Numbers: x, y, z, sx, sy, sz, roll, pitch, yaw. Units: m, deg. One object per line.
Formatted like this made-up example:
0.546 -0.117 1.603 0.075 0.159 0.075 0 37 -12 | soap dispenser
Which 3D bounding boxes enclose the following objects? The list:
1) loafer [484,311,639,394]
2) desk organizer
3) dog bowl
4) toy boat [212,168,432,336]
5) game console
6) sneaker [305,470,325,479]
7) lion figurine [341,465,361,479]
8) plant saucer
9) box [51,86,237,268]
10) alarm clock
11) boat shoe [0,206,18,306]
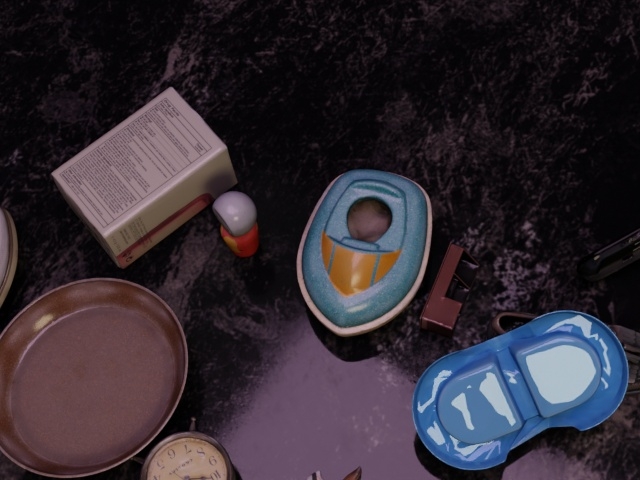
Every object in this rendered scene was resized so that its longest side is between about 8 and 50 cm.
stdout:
0.365 0.154 1.743 0.268 0.084 0.096 9 67 9 | loafer
0.191 0.074 1.817 0.050 0.047 0.130 20 69 11 | desk organizer
0.270 0.199 1.692 0.297 0.074 0.166 -24 92 8 | dog bowl
0.000 0.000 1.813 0.318 0.148 0.267 9 67 9 | toy boat
0.527 -0.048 1.762 0.361 0.213 0.044 -30 66 4 | game console
0.021 0.360 1.706 0.109 0.040 0.044 37 65 15 | sneaker
-0.068 0.480 1.609 0.240 0.142 0.392 -1 59 14 | lion figurine
-0.336 0.201 1.790 0.311 0.050 0.310 -5 61 9 | plant saucer
-0.266 -0.095 1.892 0.232 0.127 0.148 -37 67 -12 | box
-0.173 0.350 1.712 0.129 0.064 0.192 -30 62 -11 | alarm clock
-0.535 0.072 1.835 0.113 0.103 0.302 -14 59 36 | boat shoe
